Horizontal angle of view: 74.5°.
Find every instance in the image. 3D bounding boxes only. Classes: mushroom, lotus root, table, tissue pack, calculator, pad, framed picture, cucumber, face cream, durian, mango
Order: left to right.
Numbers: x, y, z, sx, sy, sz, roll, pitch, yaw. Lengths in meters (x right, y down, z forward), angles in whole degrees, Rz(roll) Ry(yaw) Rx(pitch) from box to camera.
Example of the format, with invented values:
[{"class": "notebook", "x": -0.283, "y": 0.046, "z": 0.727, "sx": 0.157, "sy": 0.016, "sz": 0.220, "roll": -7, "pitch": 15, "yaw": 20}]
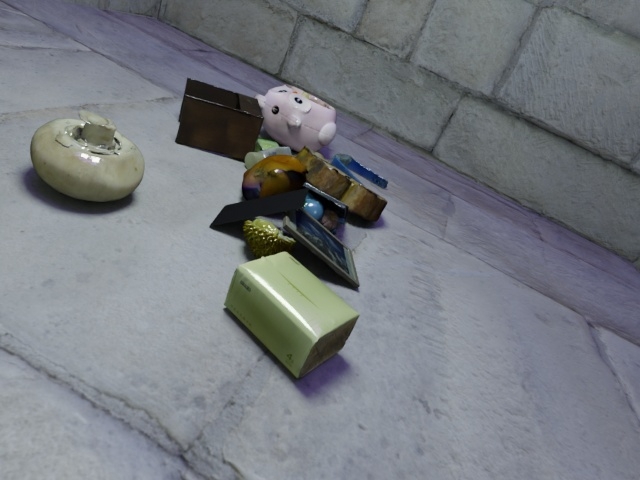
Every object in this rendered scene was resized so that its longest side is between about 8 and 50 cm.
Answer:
[{"class": "mushroom", "x": -0.547, "y": -0.206, "z": 1.004, "sx": 0.246, "sy": 0.202, "sz": 0.246, "roll": 24, "pitch": 35, "yaw": -18}, {"class": "table", "x": -0.388, "y": -0.457, "z": 1.605, "sx": 0.282, "sy": 0.196, "sz": 0.250, "roll": 11, "pitch": 31, "yaw": -22}, {"class": "pad", "x": -0.165, "y": -0.093, "z": 1.171, "sx": 0.265, "sy": 0.009, "sz": 0.159, "roll": -10, "pitch": 25, "yaw": 10}, {"class": "durian", "x": -0.139, "y": 0.000, "z": 1.112, "sx": 0.146, "sy": 0.102, "sz": 0.208, "roll": 28, "pitch": 4, "yaw": 2}, {"class": "cucumber", "x": -0.211, "y": -0.353, "z": 1.705, "sx": 0.115, "sy": 0.062, "sz": 0.116, "roll": -1, "pitch": 55, "yaw": -39}, {"class": "face cream", "x": -0.183, "y": -0.307, "z": 1.619, "sx": 0.070, "sy": 0.114, "sz": 0.224, "roll": -7, "pitch": 4, "yaw": 42}, {"class": "mango", "x": -0.144, "y": -0.197, "z": 1.372, "sx": 0.201, "sy": 0.152, "sz": 0.287, "roll": 21, "pitch": 24, "yaw": 12}, {"class": "tissue pack", "x": -0.062, "y": 0.142, "z": 0.872, "sx": 0.234, "sy": 0.125, "sz": 0.159, "roll": 39, "pitch": 29, "yaw": 25}, {"class": "framed picture", "x": 0.000, "y": 0.000, "z": 1.188, "sx": 0.281, "sy": 0.019, "sz": 0.209, "roll": 40, "pitch": 19, "yaw": -23}, {"class": "calculator", "x": 0.017, "y": -0.123, "z": 1.389, "sx": 0.161, "sy": 0.021, "sz": 0.261, "roll": 29, "pitch": -4, "yaw": 3}, {"class": "lotus root", "x": 0.075, "y": -0.221, "z": 1.612, "sx": 0.390, "sy": 0.111, "sz": 0.375, "roll": 32, "pitch": 16, "yaw": -5}]

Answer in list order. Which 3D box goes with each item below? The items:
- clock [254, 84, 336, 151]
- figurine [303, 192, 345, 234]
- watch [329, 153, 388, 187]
[{"class": "clock", "x": -0.118, "y": -0.553, "z": 1.940, "sx": 0.368, "sy": 0.250, "sz": 0.377, "roll": 36, "pitch": 22, "yaw": 18}, {"class": "figurine", "x": -0.017, "y": -0.077, "z": 1.353, "sx": 0.178, "sy": 0.114, "sz": 0.144, "roll": 24, "pitch": 1, "yaw": -29}, {"class": "watch", "x": 0.154, "y": -0.300, "z": 1.938, "sx": 0.274, "sy": 0.068, "sz": 0.276, "roll": 37, "pitch": 28, "yaw": 12}]
